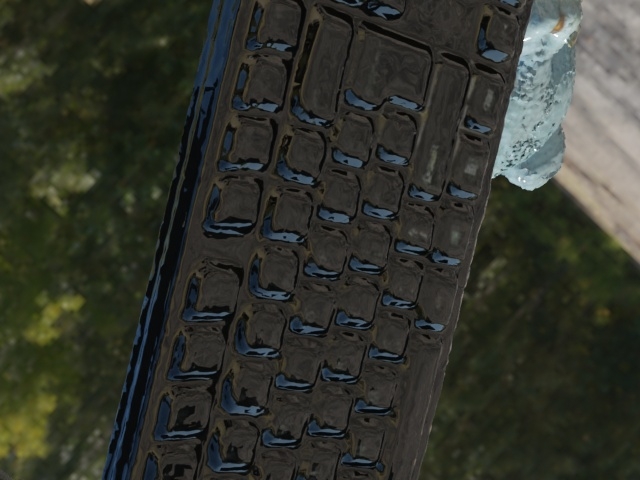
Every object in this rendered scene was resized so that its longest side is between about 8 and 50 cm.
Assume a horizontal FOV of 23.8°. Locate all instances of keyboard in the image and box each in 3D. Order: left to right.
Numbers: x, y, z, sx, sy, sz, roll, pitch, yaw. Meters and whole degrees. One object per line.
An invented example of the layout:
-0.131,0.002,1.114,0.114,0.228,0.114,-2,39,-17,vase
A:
0.000,0.000,0.360,0.101,0.309,0.018,13,-179,-41,keyboard

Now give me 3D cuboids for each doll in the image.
0.063,-0.097,0.502,0.120,0.179,0.075,6,-160,-39,doll

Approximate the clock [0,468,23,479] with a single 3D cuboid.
-0.145,0.234,0.772,0.312,0.061,0.312,45,-173,-7,clock
